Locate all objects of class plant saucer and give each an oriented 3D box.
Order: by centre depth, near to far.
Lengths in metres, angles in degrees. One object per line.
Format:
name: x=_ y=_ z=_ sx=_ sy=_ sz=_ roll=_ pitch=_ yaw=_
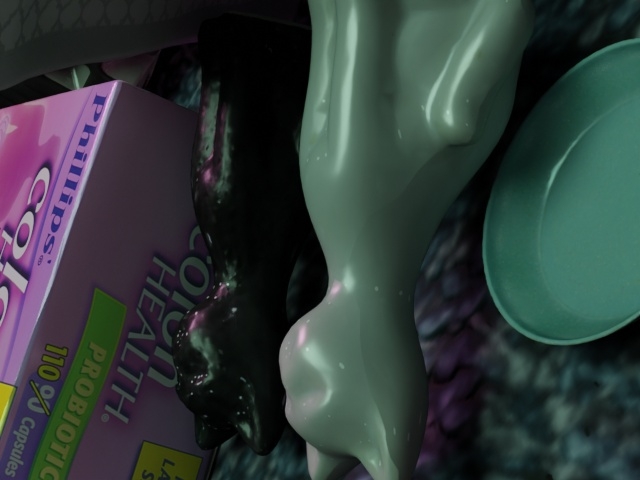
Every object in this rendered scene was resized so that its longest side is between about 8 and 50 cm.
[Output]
plant saucer: x=0.108 y=-0.016 z=0.484 sx=0.119 sy=0.021 sz=0.119 roll=-37 pitch=42 yaw=42

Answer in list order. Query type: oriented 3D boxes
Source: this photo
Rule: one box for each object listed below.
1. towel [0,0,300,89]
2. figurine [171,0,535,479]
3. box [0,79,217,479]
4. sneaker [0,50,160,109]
towel: x=-0.029 y=-0.221 z=0.587 sx=0.317 sy=0.053 sz=0.332 roll=-62 pitch=-14 yaw=23
figurine: x=0.000 y=0.000 z=0.577 sx=0.215 sy=0.092 sz=0.209 roll=-2 pitch=77 yaw=66
box: x=-0.146 y=0.038 z=0.756 sx=0.243 sy=0.117 sz=0.213 roll=2 pitch=72 yaw=57
sneaker: x=-0.179 y=-0.120 z=0.936 sx=0.330 sy=0.122 sz=0.146 roll=-47 pitch=18 yaw=33
